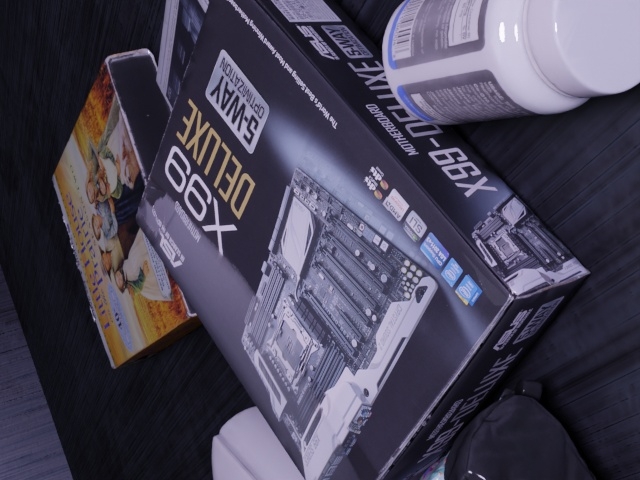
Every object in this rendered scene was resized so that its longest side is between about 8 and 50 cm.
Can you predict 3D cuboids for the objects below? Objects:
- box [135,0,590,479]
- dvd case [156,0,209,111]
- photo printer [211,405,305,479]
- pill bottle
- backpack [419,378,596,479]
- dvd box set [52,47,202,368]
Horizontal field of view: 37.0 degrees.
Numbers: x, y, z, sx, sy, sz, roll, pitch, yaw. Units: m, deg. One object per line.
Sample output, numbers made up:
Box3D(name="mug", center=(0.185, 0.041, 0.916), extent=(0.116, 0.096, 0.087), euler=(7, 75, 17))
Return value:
Box3D(name="box", center=(0.000, 0.000, 0.653), extent=(0.307, 0.076, 0.242), euler=(53, 134, 27))
Box3D(name="dvd case", center=(-0.091, -0.129, 0.891), extent=(0.239, 0.029, 0.179), euler=(61, 151, 26))
Box3D(name="photo printer", center=(0.015, 0.319, 0.844), extent=(0.307, 0.107, 0.256), euler=(30, 130, 55))
Box3D(name="pill bottle", center=(0.098, -0.101, 0.484), extent=(0.137, 0.078, 0.078), euler=(7, 110, 62))
Box3D(name="backpack", center=(0.105, 0.189, 0.591), extent=(0.152, 0.115, 0.182), euler=(60, 153, 20))
Box3D(name="dvd box set", center=(-0.243, -0.014, 1.214), extent=(0.420, 0.062, 0.308), euler=(-32, 76, 63))
